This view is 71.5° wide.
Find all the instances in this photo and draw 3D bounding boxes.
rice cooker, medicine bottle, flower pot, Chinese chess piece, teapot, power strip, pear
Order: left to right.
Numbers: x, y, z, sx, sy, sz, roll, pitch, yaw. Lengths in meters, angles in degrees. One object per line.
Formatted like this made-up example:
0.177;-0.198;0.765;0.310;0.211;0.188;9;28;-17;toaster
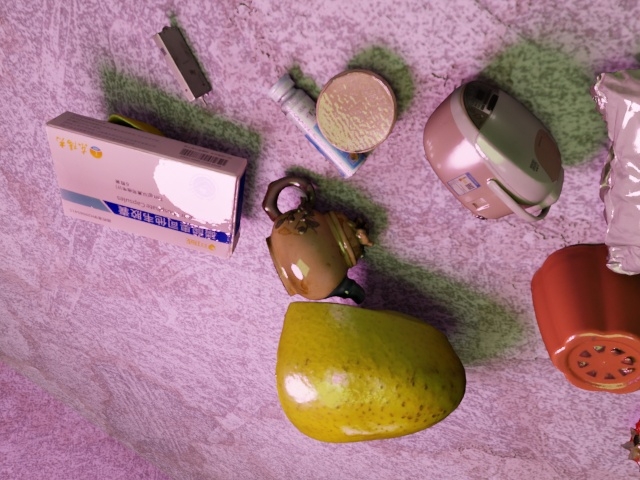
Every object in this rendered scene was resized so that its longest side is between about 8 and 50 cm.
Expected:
-0.230;-0.291;0.754;0.019;0.051;0.136;-9;121;35;power strip
-0.004;-0.183;0.727;0.191;0.051;0.051;46;130;-11;medicine bottle
0.000;0.000;0.810;0.183;0.173;0.269;-24;89;0;teapot
0.054;-0.193;0.668;0.122;0.051;0.121;2;111;5;Chinese chess piece
0.110;0.262;0.839;0.319;0.238;0.342;-3;150;22;pear
0.233;-0.115;0.605;0.206;0.145;0.127;45;143;-15;rice cooker
0.420;0.125;0.677;0.191;0.173;0.190;15;130;18;flower pot

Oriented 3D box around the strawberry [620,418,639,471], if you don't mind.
0.641;0.366;0.802;0.131;0.148;0.131;51;151;44;strawberry

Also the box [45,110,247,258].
-0.317;-0.098;0.835;0.344;0.065;0.200;15;129;1;box

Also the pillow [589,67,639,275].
0.488;-0.091;0.501;0.310;0.138;0.283;-8;120;33;pillow

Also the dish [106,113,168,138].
-0.343;-0.164;0.882;0.149;0.080;0.207;-1;128;15;dish
